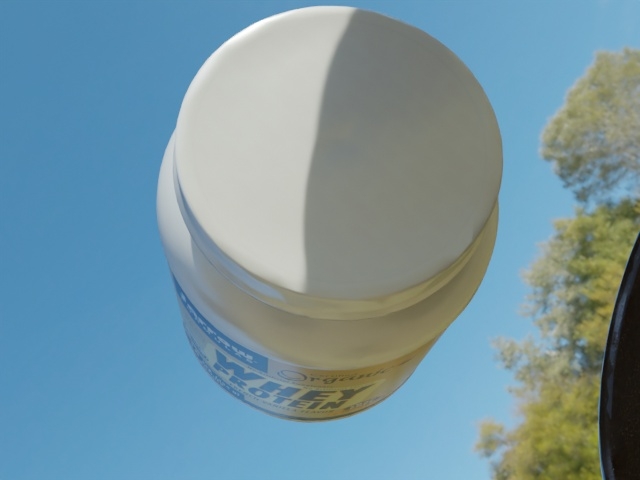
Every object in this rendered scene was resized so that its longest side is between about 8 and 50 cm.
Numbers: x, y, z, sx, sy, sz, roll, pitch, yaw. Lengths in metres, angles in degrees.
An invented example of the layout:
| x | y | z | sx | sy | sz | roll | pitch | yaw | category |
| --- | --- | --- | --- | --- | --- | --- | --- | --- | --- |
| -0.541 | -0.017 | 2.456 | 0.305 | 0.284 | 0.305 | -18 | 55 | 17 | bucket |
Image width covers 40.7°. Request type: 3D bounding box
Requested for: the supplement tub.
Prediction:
| x | y | z | sx | sy | sz | roll | pitch | yaw | category |
| --- | --- | --- | --- | --- | --- | --- | --- | --- | --- |
| 0.000 | 0.000 | 0.641 | 0.228 | 0.228 | 0.316 | -44 | -12 | -18 | supplement tub |

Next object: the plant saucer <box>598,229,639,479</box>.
| x | y | z | sx | sy | sz | roll | pitch | yaw | category |
| --- | --- | --- | --- | --- | --- | --- | --- | --- | --- |
| 0.191 | 0.031 | 0.358 | 0.310 | 0.050 | 0.311 | -163 | 90 | -89 | plant saucer |
